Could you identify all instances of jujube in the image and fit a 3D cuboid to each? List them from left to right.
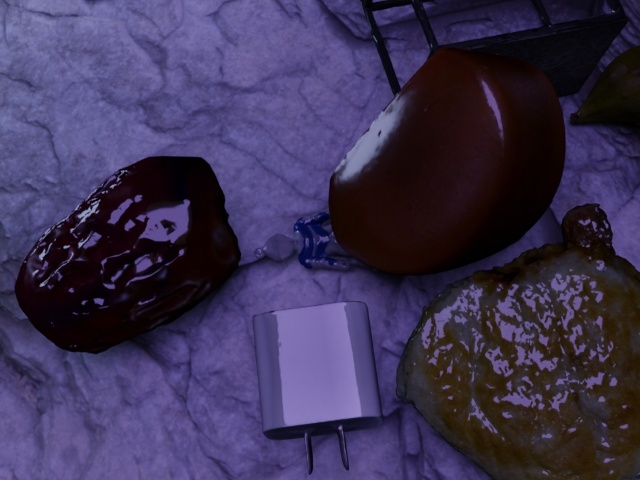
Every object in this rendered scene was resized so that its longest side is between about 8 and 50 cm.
[{"bbox_3d":[-0.300,0.024,1.610,0.377,0.258,0.258,-38,70,5],"label":"jujube"}]

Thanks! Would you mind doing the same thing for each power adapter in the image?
[{"bbox_3d":[-0.002,0.235,1.558,0.187,0.124,0.255,-8,69,4],"label":"power adapter"}]

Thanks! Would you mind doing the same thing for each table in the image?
[{"bbox_3d":[0.274,-0.388,1.667,0.335,0.222,0.272,-12,68,-14],"label":"table"}]

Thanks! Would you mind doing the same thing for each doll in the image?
[{"bbox_3d":[0.000,0.000,1.681,0.228,0.057,0.113,-5,76,-5],"label":"doll"}]

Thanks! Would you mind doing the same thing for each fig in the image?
[{"bbox_3d":[0.520,-0.250,1.681,0.185,0.126,0.132,-26,83,-8],"label":"fig"}]

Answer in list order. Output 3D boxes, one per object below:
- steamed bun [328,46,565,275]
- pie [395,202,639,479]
[{"bbox_3d":[0.203,-0.090,1.503,0.379,0.235,0.248,-50,64,31],"label":"steamed bun"},{"bbox_3d":[0.348,0.197,1.506,0.418,0.180,0.395,-37,84,-4],"label":"pie"}]
